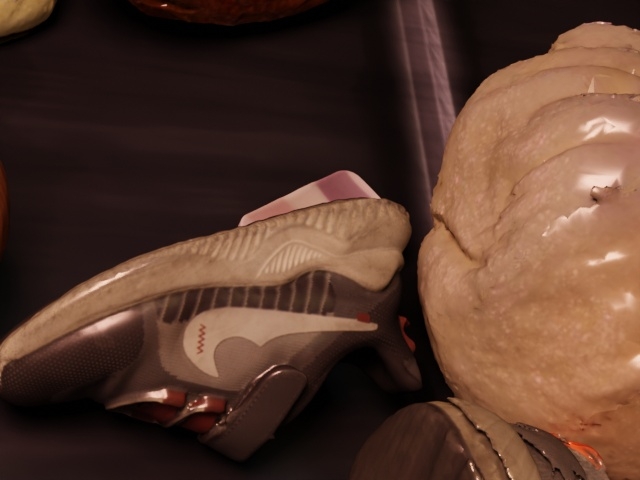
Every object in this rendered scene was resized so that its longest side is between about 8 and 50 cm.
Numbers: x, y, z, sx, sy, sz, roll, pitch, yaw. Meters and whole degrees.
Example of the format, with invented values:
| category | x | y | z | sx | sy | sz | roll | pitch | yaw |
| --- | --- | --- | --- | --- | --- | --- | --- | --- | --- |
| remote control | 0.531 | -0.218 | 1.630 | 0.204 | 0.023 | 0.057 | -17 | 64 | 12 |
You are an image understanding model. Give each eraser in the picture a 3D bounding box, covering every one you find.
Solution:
| category | x | y | z | sx | sy | sz | roll | pitch | yaw |
| --- | --- | --- | --- | --- | --- | --- | --- | --- | --- |
| eraser | 0.000 | 0.000 | 0.643 | 0.065 | 0.026 | 0.105 | 46 | 46 | 16 |

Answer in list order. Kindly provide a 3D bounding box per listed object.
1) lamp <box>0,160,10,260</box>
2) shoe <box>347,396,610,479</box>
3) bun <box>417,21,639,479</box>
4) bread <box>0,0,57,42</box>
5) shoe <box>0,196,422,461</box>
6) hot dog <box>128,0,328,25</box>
| category | x | y | z | sx | sy | sz | roll | pitch | yaw |
| --- | --- | --- | --- | --- | --- | --- | --- | --- | --- |
| lamp | -0.204 | -0.014 | 0.461 | 0.136 | 0.136 | 0.136 | 16 | 46 | -17 |
| shoe | 0.141 | 0.223 | 0.468 | 0.171 | 0.132 | 0.336 | 6 | 46 | -38 |
| bun | 0.190 | 0.003 | 0.620 | 0.281 | 0.205 | 0.282 | 14 | 47 | -16 |
| bread | -0.303 | -0.193 | 0.624 | 0.286 | 0.056 | 0.207 | 30 | 42 | -1 |
| shoe | -0.041 | 0.053 | 0.525 | 0.227 | 0.099 | 0.112 | -20 | 86 | -26 |
| hot dog | -0.094 | -0.283 | 0.743 | 0.387 | 0.174 | 0.267 | -17 | 64 | -50 |
